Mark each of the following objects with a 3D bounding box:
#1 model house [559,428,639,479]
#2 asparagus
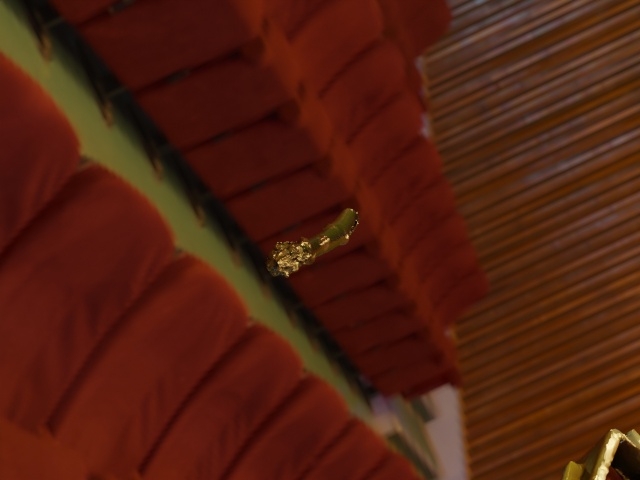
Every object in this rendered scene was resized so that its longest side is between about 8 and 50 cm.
[{"bbox_3d":[0.204,0.313,0.857,0.340,0.300,0.323,18,40,-21],"label":"model house"},{"bbox_3d":[0.000,0.000,0.588,0.016,0.013,0.166,32,12,5],"label":"asparagus"}]
